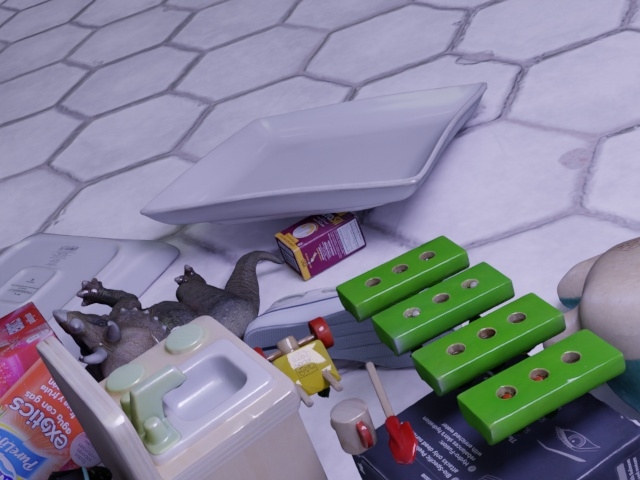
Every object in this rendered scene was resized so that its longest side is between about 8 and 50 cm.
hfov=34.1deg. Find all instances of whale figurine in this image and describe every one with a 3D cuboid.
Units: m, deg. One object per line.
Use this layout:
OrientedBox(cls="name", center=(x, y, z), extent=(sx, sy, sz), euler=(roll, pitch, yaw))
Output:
OrientedBox(cls="whale figurine", center=(0.285, 0.065, 0.837), extent=(0.216, 0.141, 0.272), euler=(-24, 6, -5))

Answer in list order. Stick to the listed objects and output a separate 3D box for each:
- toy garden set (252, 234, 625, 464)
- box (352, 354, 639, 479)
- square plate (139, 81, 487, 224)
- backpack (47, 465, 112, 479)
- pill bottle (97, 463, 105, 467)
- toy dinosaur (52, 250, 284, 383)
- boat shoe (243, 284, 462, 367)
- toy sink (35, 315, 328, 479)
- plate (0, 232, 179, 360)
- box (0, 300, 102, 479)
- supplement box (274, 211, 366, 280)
OrientedBox(cls="toy garden set", center=(0.072, 0.097, 0.785), extent=(0.203, 0.049, 0.244), euler=(-25, 28, -14))
OrientedBox(cls="box", center=(0.133, 0.175, 0.757), extent=(0.158, 0.093, 0.156), euler=(-30, 30, -17))
OrientedBox(cls="square plate", center=(0.007, -0.101, 1.271), extent=(0.344, 0.049, 0.347), euler=(-6, 22, 25))
OrientedBox(cls="backpack", center=(-0.164, 0.274, 0.704), extent=(0.144, 0.166, 0.188), euler=(-26, 53, -14))
OrientedBox(cls="pill bottle", center=(-0.198, 0.242, 0.880), extent=(0.067, 0.067, 0.120), euler=(-18, 31, 6))
OrientedBox(cls="toy dinosaur", center=(-0.145, 0.091, 1.067), extent=(0.313, 0.121, 0.160), euler=(-8, 23, -41))
OrientedBox(cls="boat shoe", center=(0.031, 0.069, 0.998), extent=(0.226, 0.083, 0.076), euler=(-5, 35, 27))
OrientedBox(cls="toy sink", center=(-0.088, 0.154, 0.789), extent=(0.131, 0.234, 0.152), euler=(-34, 32, -20))
OrientedBox(cls="plate", center=(-0.352, 0.070, 1.272), extent=(0.277, 0.045, 0.278), euler=(3, 38, 36))
OrientedBox(cls="box", center=(-0.282, 0.148, 0.956), extent=(0.128, 0.123, 0.257), euler=(-31, 12, -15))
OrientedBox(cls="supplement box", center=(0.000, 0.000, 1.167), extent=(0.083, 0.043, 0.055), euler=(-30, 30, -16))
